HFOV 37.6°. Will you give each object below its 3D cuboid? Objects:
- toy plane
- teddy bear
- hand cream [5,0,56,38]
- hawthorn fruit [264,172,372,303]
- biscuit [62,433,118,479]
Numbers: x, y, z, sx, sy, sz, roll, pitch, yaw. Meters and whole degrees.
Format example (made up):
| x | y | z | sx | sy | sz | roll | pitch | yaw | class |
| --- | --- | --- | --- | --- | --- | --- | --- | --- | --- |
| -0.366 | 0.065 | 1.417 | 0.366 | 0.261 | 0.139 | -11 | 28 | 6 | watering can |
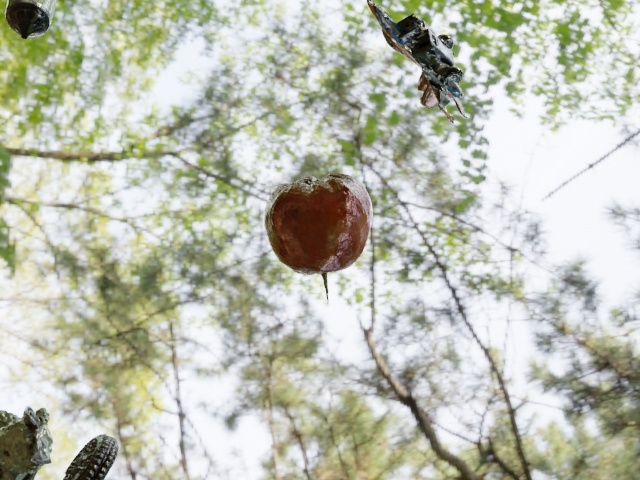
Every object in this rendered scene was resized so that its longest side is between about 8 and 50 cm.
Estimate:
| x | y | z | sx | sy | sz | roll | pitch | yaw | class |
| --- | --- | --- | --- | --- | --- | --- | --- | --- | --- |
| 0.111 | -0.206 | 1.011 | 0.062 | 0.188 | 0.135 | -19 | -127 | 18 | toy plane |
| -0.404 | 0.286 | 1.236 | 0.213 | 0.111 | 0.133 | -24 | -123 | 31 | teddy bear |
| -0.379 | -0.357 | 1.253 | 0.055 | 0.086 | 0.235 | 105 | -14 | -51 | hand cream |
| 0.000 | -0.015 | 1.047 | 0.125 | 0.125 | 0.140 | -29 | -120 | 36 | hawthorn fruit |
| -0.244 | 0.241 | 0.984 | 0.087 | 0.027 | 0.089 | -45 | -163 | 24 | biscuit |
